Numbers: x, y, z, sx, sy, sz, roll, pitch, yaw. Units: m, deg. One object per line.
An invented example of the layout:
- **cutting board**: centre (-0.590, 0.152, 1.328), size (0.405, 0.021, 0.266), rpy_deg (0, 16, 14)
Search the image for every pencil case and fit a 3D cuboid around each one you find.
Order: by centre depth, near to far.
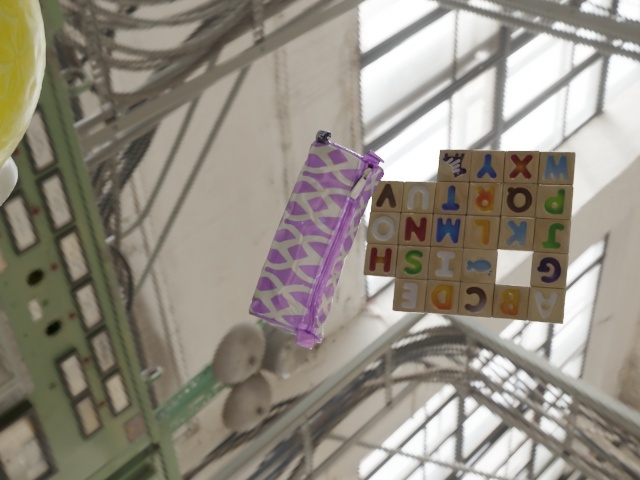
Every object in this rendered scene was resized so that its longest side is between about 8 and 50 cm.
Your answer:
- **pencil case**: centre (0.000, 0.000, 0.977), size (0.086, 0.206, 0.088), rpy_deg (21, -2, -42)

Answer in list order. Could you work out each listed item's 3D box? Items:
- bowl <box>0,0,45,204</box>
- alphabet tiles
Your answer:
- **bowl**: centre (-0.315, -0.084, 0.722), size (0.289, 0.289, 0.156), rpy_deg (17, -37, 44)
- **alphabet tiles**: centre (0.169, -0.010, 1.130), size (0.237, 0.198, 0.009), rpy_deg (3, -10, 20)
